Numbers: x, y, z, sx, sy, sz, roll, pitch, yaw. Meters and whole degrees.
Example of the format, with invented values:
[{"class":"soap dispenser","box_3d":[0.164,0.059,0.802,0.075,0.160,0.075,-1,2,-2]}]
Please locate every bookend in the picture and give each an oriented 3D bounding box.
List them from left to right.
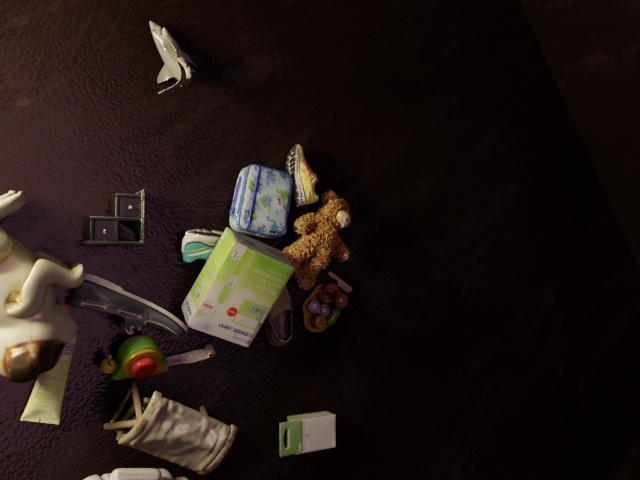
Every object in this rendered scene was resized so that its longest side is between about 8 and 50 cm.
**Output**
[{"class":"bookend","box_3d":[-0.559,-0.063,1.581,0.156,0.072,0.157,2,87,-32]}]

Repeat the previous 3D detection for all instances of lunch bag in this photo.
[{"class":"lunch bag","box_3d":[-0.184,-0.118,1.809,0.176,0.090,0.219,16,79,-28]}]

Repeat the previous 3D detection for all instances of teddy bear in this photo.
[{"class":"teddy bear","box_3d":[0.000,0.000,1.906,0.338,0.113,0.245,-40,111,-26]}]

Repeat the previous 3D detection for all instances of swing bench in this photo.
[{"class":"swing bench","box_3d":[-0.402,0.502,1.557,0.253,0.254,0.165,34,72,-26]}]

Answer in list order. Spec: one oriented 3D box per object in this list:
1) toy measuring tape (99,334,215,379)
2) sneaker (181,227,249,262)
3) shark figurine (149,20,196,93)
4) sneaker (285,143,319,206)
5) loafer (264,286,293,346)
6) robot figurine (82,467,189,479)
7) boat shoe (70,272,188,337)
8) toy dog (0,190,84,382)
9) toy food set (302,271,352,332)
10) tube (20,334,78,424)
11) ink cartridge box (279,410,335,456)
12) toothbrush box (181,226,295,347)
[{"class":"toy measuring tape","box_3d":[-0.439,0.308,1.619,0.330,0.121,0.121,-6,92,-34]},{"class":"sneaker","box_3d":[-0.283,0.032,1.753,0.275,0.107,0.110,9,103,-27]},{"class":"shark figurine","box_3d":[-0.419,-0.475,1.648,0.116,0.278,0.166,-34,145,10]},{"class":"sneaker","box_3d":[-0.053,-0.209,1.881,0.094,0.081,0.208,-3,81,-25]},{"class":"loafer","box_3d":[-0.135,0.202,1.826,0.102,0.092,0.268,-17,98,-31]},{"class":"robot figurine","box_3d":[-0.508,0.707,1.517,0.353,0.200,0.300,7,111,-31]},{"class":"boat shoe","box_3d":[-0.515,0.200,1.575,0.319,0.116,0.099,31,66,-19]},{"class":"toy dog","box_3d":[-0.733,0.133,1.346,0.395,0.284,0.408,-38,112,-34]},{"class":"toy food set","box_3d":[0.030,0.209,1.941,0.128,0.071,0.218,46,66,-22]},{"class":"tube","box_3d":[-0.690,0.350,1.503,0.070,0.062,0.240,13,86,13]},{"class":"ink cartridge box","box_3d":[-0.052,0.621,1.884,0.209,0.062,0.109,2,88,-32]},{"class":"toothbrush box","box_3d":[-0.240,0.137,1.689,0.206,0.122,0.283,27,101,-29]}]
